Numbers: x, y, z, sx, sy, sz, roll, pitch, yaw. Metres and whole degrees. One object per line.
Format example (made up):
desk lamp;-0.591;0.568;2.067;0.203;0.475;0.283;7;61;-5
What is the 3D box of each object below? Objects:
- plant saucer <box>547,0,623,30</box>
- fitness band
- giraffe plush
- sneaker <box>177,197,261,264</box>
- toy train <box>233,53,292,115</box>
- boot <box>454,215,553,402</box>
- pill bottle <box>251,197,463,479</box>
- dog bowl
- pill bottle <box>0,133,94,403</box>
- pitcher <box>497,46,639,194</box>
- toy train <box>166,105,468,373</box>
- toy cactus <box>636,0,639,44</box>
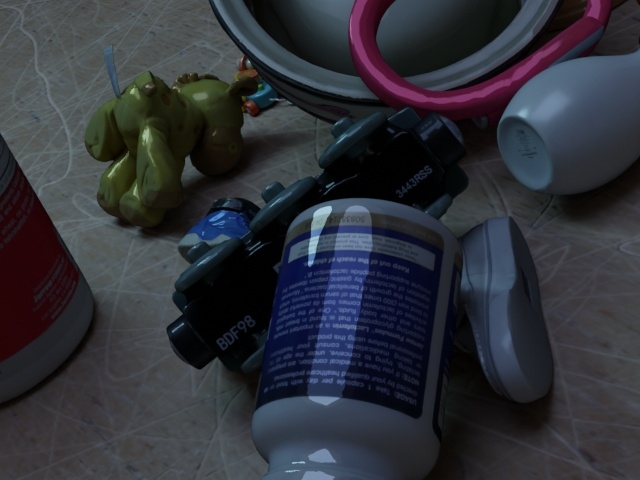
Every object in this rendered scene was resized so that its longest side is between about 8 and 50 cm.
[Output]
plant saucer;0.298;-0.321;1.889;0.200;0.037;0.200;-18;31;11
fitness band;0.168;-0.235;1.609;0.291;0.054;0.209;-34;67;-11
giraffe plush;-0.165;-0.129;1.835;0.170;0.210;0.181;-10;15;-35
sneaker;-0.080;-0.009;1.667;0.152;0.058;0.084;2;48;48
toy train;-0.058;-0.225;1.992;0.125;0.046;0.166;-17;31;15
boot;0.128;0.075;1.374;0.123;0.095;0.258;-23;22;16
pill bottle;0.027;0.112;1.254;0.153;0.153;0.264;-7;57;28
dog bowl;0.074;-0.301;1.746;0.408;0.150;0.408;-1;67;3
pill bottle;-0.421;-0.037;1.615;0.229;0.407;0.229;-19;31;12
pitcher;0.267;-0.125;1.553;0.207;0.125;0.178;-28;8;-25
toy train;0.000;0.000;1.475;0.334;0.142;0.190;-40;-1;6
toy cactus;0.431;-0.290;1.630;0.180;0.112;0.219;21;91;35
